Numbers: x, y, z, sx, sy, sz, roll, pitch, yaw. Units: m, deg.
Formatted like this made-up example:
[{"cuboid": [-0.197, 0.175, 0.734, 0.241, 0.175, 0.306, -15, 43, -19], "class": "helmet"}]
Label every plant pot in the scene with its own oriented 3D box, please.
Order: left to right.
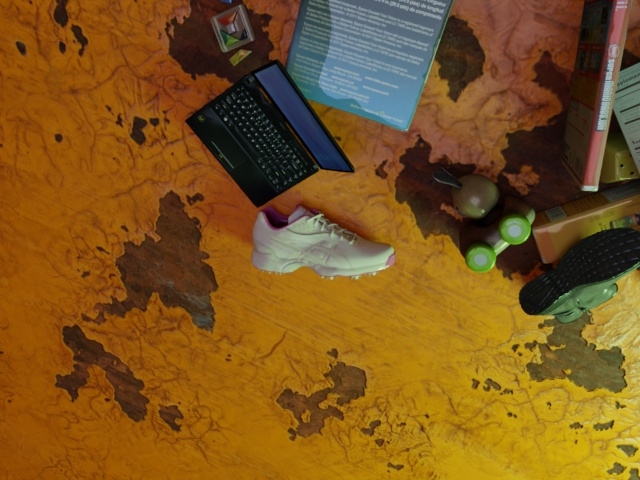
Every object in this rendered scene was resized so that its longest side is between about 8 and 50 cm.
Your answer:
[{"cuboid": [0.517, -0.138, 0.858, 0.081, 0.083, 0.081, -7, 110, 16], "class": "plant pot"}]

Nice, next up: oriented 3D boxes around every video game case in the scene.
[{"cuboid": [0.417, -0.240, 0.774, 0.025, 0.204, 0.285, 4, 112, 15], "class": "video game case"}]

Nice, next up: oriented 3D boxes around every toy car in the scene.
[{"cuboid": [0.274, -0.060, 0.919, 0.188, 0.155, 0.149, 45, 115, 4], "class": "toy car"}]

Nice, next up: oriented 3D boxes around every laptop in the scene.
[{"cuboid": [-0.102, -0.179, 0.939, 0.264, 0.136, 0.234, -28, 114, 22], "class": "laptop"}]

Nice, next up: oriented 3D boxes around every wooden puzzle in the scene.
[{"cuboid": [-0.166, -0.401, 0.956, 0.079, 0.014, 0.116, -21, 105, 20], "class": "wooden puzzle"}]

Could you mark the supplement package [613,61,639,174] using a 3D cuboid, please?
[{"cuboid": [0.563, -0.171, 0.752, 0.139, 0.134, 0.244, -23, 91, -21], "class": "supplement package"}]

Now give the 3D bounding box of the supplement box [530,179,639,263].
[{"cuboid": [0.504, -0.038, 0.906, 0.234, 0.080, 0.078, -19, 107, 22], "class": "supplement box"}]

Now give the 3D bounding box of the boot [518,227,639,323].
[{"cuboid": [0.496, 0.069, 0.914, 0.161, 0.083, 0.246, 12, 139, -35], "class": "boot"}]

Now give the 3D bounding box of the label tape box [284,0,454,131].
[{"cuboid": [0.093, -0.384, 0.848, 0.241, 0.106, 0.333, 20, 115, 6], "class": "label tape box"}]

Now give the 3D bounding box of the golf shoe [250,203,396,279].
[{"cuboid": [0.000, 0.000, 1.026, 0.307, 0.115, 0.140, 2, 109, 12], "class": "golf shoe"}]
